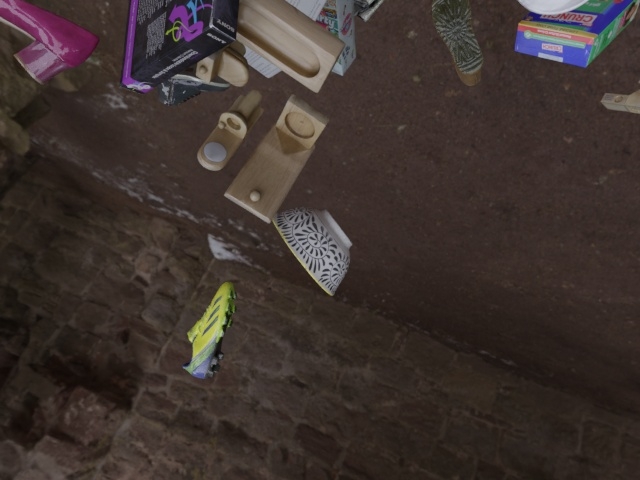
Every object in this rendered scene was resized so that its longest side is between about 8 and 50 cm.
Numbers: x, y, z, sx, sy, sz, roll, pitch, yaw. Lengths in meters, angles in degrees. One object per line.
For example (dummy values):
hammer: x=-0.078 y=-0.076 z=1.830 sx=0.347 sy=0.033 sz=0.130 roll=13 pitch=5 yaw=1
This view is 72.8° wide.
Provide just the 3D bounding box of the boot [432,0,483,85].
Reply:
boot: x=0.378 y=-0.545 z=1.189 sx=0.089 sy=0.269 sz=0.236 roll=-16 pitch=99 yaw=23

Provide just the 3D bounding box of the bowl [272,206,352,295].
bowl: x=0.000 y=0.000 z=0.723 sx=0.170 sy=0.080 sz=0.170 roll=52 pitch=-177 yaw=-3

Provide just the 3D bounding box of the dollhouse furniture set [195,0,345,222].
dollhouse furniture set: x=-0.064 y=-0.129 z=0.426 sx=0.144 sy=0.123 sz=0.151 roll=32 pitch=151 yaw=-9

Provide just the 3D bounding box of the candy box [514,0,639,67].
candy box: x=0.893 y=-0.768 z=1.516 sx=0.268 sy=0.317 sz=0.122 roll=36 pitch=164 yaw=35

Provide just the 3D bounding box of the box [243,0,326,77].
box: x=-0.099 y=-0.497 z=0.994 sx=0.119 sy=0.181 sz=0.182 roll=30 pitch=176 yaw=-25

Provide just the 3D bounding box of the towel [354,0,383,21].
towel: x=0.214 y=-0.934 z=1.525 sx=0.056 sy=0.324 sz=0.312 roll=32 pitch=-156 yaw=-30

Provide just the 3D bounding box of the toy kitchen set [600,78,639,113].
toy kitchen set: x=0.539 y=-0.274 z=0.746 sx=0.068 sy=0.083 sz=0.075 roll=19 pitch=-169 yaw=-35

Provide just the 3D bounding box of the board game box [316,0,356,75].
board game box: x=-0.014 y=-0.658 z=1.272 sx=0.224 sy=0.098 sz=0.303 roll=29 pitch=166 yaw=16

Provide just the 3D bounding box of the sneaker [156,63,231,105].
sneaker: x=-0.378 y=-0.458 z=1.295 sx=0.222 sy=0.083 sz=0.118 roll=7 pitch=145 yaw=-8

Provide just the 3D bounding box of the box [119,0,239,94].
box: x=-0.130 y=-0.212 z=0.394 sx=0.162 sy=0.116 sz=0.029 roll=-3 pitch=171 yaw=43

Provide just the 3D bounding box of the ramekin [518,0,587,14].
ramekin: x=0.678 y=-0.792 z=1.223 sx=0.272 sy=0.127 sz=0.273 roll=15 pitch=126 yaw=22

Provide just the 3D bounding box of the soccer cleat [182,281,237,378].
soccer cleat: x=-0.324 y=0.254 z=1.253 sx=0.121 sy=0.289 sz=0.093 roll=16 pitch=180 yaw=8

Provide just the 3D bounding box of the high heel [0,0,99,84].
high heel: x=-0.703 y=-0.570 z=1.012 sx=0.377 sy=0.181 sz=0.127 roll=55 pitch=177 yaw=-19
